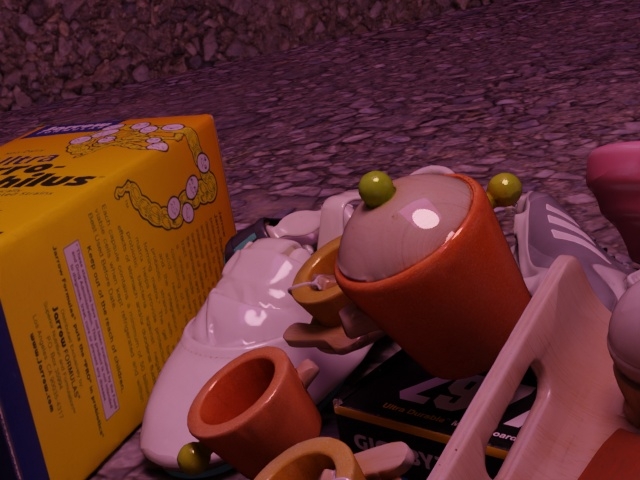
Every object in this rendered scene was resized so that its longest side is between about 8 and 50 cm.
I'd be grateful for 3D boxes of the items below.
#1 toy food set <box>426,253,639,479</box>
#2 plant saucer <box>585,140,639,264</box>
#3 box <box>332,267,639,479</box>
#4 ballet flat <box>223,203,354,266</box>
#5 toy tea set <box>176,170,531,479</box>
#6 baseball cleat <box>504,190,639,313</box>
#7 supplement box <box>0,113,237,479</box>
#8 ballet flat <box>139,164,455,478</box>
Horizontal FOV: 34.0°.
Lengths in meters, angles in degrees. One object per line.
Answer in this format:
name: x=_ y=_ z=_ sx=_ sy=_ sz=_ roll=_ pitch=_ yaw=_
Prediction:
toy food set: x=0.211 y=0.095 z=0.429 sx=0.306 sy=0.092 sz=0.220 roll=7 pitch=39 yaw=32
plant saucer: x=0.352 y=-0.007 z=0.735 sx=0.332 sy=0.084 sz=0.332 roll=8 pitch=0 yaw=0
box: x=0.209 y=0.104 z=0.645 sx=0.322 sy=0.079 sz=0.257 roll=8 pitch=28 yaw=40
ballet flat: x=0.000 y=0.000 z=0.971 sx=0.074 sy=0.074 sz=0.203 roll=9 pitch=10 yaw=41
toy tea set: x=-0.024 y=0.078 z=0.572 sx=0.200 sy=0.124 sz=0.336 roll=-6 pitch=38 yaw=48
baseball cleat: x=0.173 y=0.027 z=0.685 sx=0.109 sy=0.072 sz=0.206 roll=6 pitch=27 yaw=6
supplement box: x=-0.226 y=0.041 z=0.842 sx=0.194 sy=0.195 sz=0.356 roll=-1 pitch=21 yaw=22
ballet flat: x=-0.002 y=0.038 z=0.845 sx=0.139 sy=0.139 sz=0.400 roll=8 pitch=26 yaw=40
